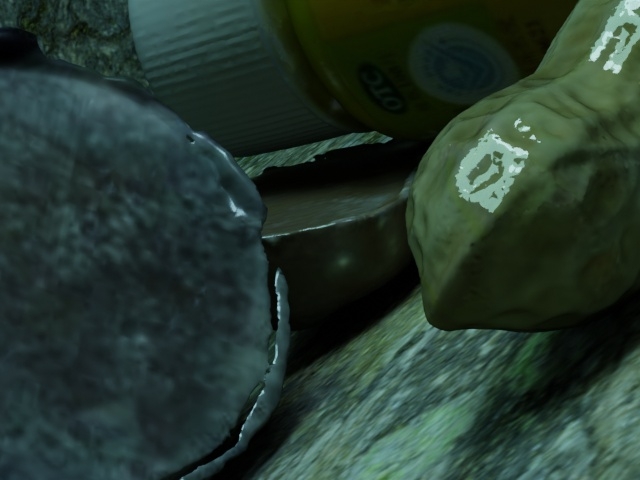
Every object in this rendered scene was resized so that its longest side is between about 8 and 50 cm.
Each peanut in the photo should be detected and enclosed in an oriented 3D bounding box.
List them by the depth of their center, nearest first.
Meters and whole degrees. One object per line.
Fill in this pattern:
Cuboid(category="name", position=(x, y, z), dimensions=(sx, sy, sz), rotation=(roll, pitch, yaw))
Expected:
Cuboid(category="peanut", position=(0.137, -0.051, 0.905), dimensions=(0.298, 0.120, 0.136), rotation=(-43, -26, -40))

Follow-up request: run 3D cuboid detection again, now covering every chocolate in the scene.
Cuboid(category="chocolate", position=(-0.186, 0.064, 1.103), dimensions=(0.303, 0.303, 0.213), rotation=(-41, -10, -38))
Cuboid(category="chocolate", position=(0.000, 0.001, 1.270), dimensions=(0.161, 0.083, 0.261), rotation=(-10, 12, 14))

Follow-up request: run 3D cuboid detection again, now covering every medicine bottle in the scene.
Cuboid(category="medicine bottle", position=(0.077, -0.178, 1.264), dimensions=(0.384, 0.224, 0.224), rotation=(-11, 21, 35))
